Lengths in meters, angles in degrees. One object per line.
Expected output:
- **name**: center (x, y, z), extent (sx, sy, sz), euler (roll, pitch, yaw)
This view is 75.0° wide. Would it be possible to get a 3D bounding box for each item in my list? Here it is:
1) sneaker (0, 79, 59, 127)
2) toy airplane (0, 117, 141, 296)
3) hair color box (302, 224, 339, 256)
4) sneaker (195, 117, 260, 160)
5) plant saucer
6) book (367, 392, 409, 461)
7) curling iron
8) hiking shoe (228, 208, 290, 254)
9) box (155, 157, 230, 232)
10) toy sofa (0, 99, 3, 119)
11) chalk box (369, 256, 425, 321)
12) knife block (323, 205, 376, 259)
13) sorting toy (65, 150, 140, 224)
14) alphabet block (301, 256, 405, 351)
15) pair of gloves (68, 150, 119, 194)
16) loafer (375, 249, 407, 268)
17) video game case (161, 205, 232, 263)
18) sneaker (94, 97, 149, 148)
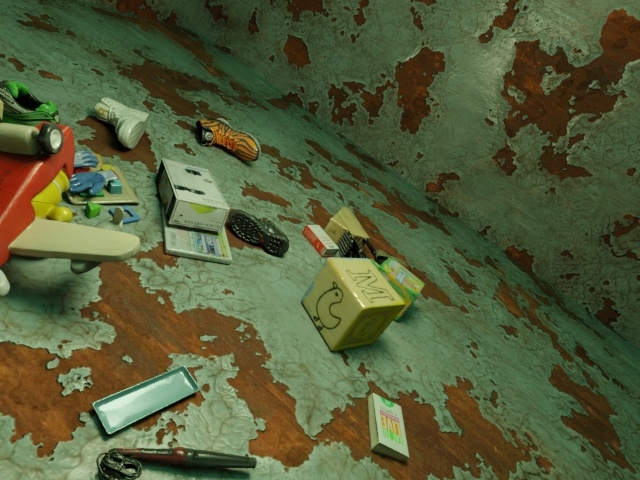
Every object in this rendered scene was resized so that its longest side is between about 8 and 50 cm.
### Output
- **sneaker**: center (-0.925, -0.415, 1.208), extent (0.343, 0.146, 0.134), euler (24, 29, -15)
- **toy airplane**: center (-0.609, -0.025, 0.834), extent (0.384, 0.272, 0.386), euler (-34, 74, -20)
- **hair color box**: center (0.000, 0.000, 1.594), extent (0.071, 0.043, 0.141), euler (-1, 41, -46)
- **sneaker**: center (-0.418, -0.426, 1.796), extent (0.321, 0.125, 0.180), euler (32, 30, 24)
- **plant saucer**: center (-0.328, 0.302, 0.800), extent (0.067, 0.018, 0.192), euler (45, 29, 23)
- **book**: center (0.167, 0.463, 1.038), extent (0.096, 0.035, 0.144), euler (29, 26, -15)
- **curling iron**: center (-0.242, 0.392, 0.725), extent (0.273, 0.035, 0.068), euler (15, 37, -29)
- **hiking shoe**: center (-0.207, -0.034, 1.417), extent (0.226, 0.086, 0.114), euler (34, 14, -10)
- **box**: center (-0.411, -0.147, 1.324), extent (0.169, 0.087, 0.290), euler (11, 27, -34)
- **toy sofa**: center (-0.980, -0.304, 0.970), extent (0.177, 0.150, 0.362), euler (35, 27, 16)
- **chalk box**: center (0.242, 0.156, 1.497), extent (0.213, 0.132, 0.132), euler (38, 28, 13)
- **knife block**: center (0.139, -0.010, 1.706), extent (0.242, 0.088, 0.276), euler (36, 27, 5)
- **sorting toy**: center (-0.646, -0.175, 1.211), extent (0.195, 0.047, 0.348), euler (-4, 44, -48)
- **alphabet block**: center (0.094, 0.184, 1.240), extent (0.193, 0.192, 0.197), euler (2, 39, -41)
- **pair of gloves**: center (-0.667, -0.192, 1.158), extent (0.198, 0.023, 0.159), euler (40, 37, 15)
- **loafer**: center (0.288, 0.092, 1.734), extent (0.147, 0.056, 0.050), euler (25, 28, 8)
- **video game case**: center (-0.376, -0.018, 1.262), extent (0.193, 0.023, 0.212), euler (13, 33, -32)
- **sneaker**: center (-0.722, -0.419, 1.479), extent (0.169, 0.108, 0.293), euler (19, 21, -21)
